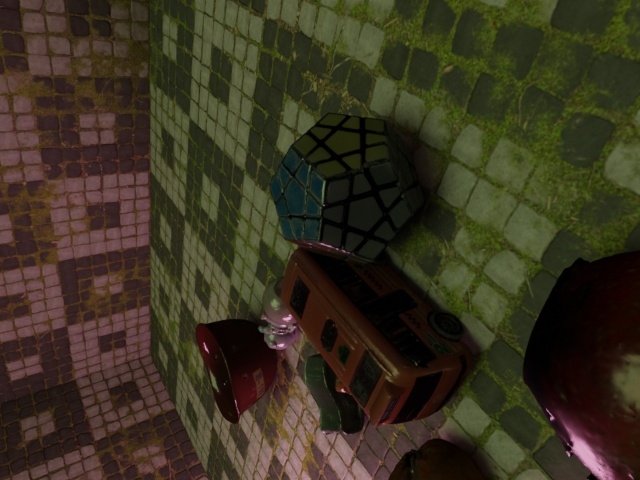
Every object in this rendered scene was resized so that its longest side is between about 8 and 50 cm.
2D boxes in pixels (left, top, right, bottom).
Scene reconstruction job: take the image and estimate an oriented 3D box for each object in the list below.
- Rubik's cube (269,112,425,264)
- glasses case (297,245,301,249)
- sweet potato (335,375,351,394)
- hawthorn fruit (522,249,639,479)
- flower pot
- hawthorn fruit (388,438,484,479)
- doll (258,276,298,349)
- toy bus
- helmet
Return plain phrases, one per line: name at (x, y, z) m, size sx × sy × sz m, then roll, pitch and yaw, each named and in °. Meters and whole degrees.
Rubik's cube at (0.056, -0.099, 0.901) m, size 0.318 × 0.263 × 0.320 m, roll 18°, pitch 113°, yaw 50°
glasses case at (0.000, 0.000, 1.175) m, size 0.123 × 0.075 × 0.317 m, roll 49°, pitch 136°, yaw 35°
sweet potato at (0.123, 0.345, 1.092) m, size 0.251 × 0.097 × 0.097 m, roll -18°, pitch 86°, yaw 49°
hawthorn fruit at (0.396, 0.146, 0.506) m, size 0.315 × 0.315 × 0.317 m, roll 21°, pitch 117°, yaw 49°
flower pot at (0.039, 0.430, 1.234) m, size 0.108 × 0.103 × 0.230 m, roll -28°, pitch 78°, yaw 53°
hawthorn fruit at (0.262, 0.553, 0.907) m, size 0.251 × 0.199 × 0.199 m, roll 55°, pitch 140°, yaw 12°
doll at (-0.118, 0.242, 1.374) m, size 0.151 × 0.150 × 0.288 m, roll 49°, pitch 143°, yaw 33°
toy bus at (0.102, 0.182, 0.959) m, size 0.427 × 0.232 × 0.203 m, roll 46°, pitch 134°, yaw 37°
helmet at (-0.273, 0.432, 1.556) m, size 0.337 × 0.230 × 0.386 m, roll 32°, pitch 134°, yaw 47°
